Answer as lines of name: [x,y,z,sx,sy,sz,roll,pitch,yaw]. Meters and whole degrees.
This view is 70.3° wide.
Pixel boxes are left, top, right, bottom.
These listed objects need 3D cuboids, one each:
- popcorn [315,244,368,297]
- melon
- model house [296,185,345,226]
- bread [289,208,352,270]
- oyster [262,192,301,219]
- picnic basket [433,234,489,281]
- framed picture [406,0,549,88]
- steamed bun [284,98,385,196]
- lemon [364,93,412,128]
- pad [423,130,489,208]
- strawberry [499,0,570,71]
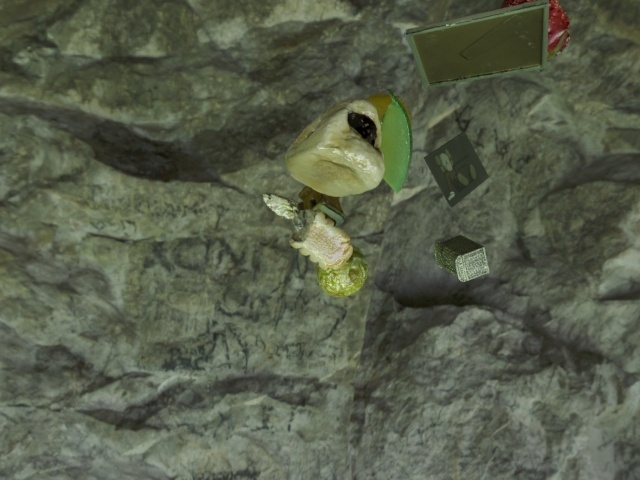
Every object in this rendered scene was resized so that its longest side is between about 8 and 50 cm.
popcorn: [0.070,0.097,1.590,0.197,0.198,0.213,-7,-145,-20]
melon: [0.178,-0.245,1.120,0.113,0.262,0.053,26,-131,31]
model house: [-0.026,-0.141,1.727,0.173,0.268,0.239,12,-126,-37]
bread: [0.000,0.000,1.185,0.177,0.119,0.084,41,180,-11]
oyster: [-0.149,-0.154,1.960,0.208,0.133,0.072,22,-121,8]
picnic basket: [0.606,0.079,1.987,0.154,0.134,0.196,-21,-160,-9]
framed picture: [0.310,-0.376,0.896,0.249,0.184,0.016,-2,-108,25]
steamed bun: [0.037,-0.175,0.794,0.140,0.172,0.156,32,-112,-29]
lemon: [0.161,-0.304,1.239,0.178,0.203,0.178,23,-144,-18]
pad: [0.314,-0.165,1.037,0.190,0.004,0.127,-34,-84,-37]
strawberry: [0.480,-0.494,1.061,0.186,0.202,0.184,-17,-174,-5]
